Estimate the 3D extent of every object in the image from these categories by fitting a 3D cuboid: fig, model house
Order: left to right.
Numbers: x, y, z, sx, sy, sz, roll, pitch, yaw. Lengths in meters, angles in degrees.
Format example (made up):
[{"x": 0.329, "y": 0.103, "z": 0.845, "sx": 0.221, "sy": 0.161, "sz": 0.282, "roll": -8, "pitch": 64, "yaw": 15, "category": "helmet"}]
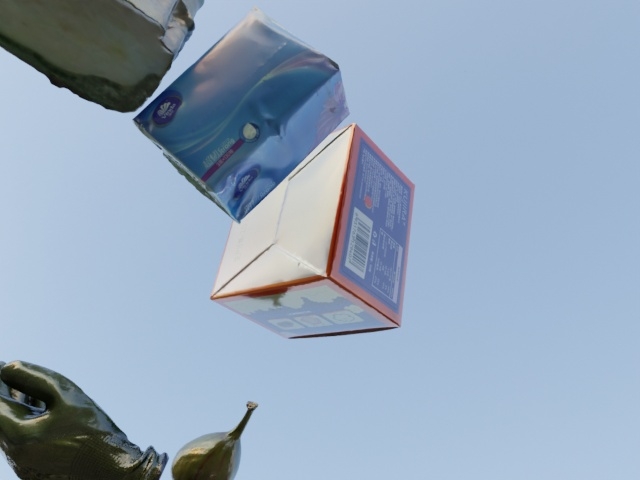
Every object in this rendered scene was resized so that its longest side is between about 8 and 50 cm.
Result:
[{"x": -0.356, "y": -0.418, "z": 0.869, "sx": 0.298, "sy": 0.284, "sz": 0.243, "roll": 30, "pitch": -35, "yaw": -25, "category": "model house"}, {"x": -0.238, "y": 0.481, "z": 1.253, "sx": 0.151, "sy": 0.151, "sz": 0.259, "roll": 33, "pitch": -99, "yaw": 3, "category": "fig"}]

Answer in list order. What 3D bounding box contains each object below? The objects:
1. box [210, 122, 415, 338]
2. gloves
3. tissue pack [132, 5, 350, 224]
[{"x": 0.000, "y": 0.000, "z": 1.113, "sx": 0.319, "sy": 0.348, "sz": 0.257, "roll": -16, "pitch": -38, "yaw": 38, "category": "box"}, {"x": -0.300, "y": 0.221, "z": 0.602, "sx": 0.268, "sy": 0.107, "sz": 0.135, "roll": 31, "pitch": -67, "yaw": 8, "category": "gloves"}, {"x": -0.116, "y": -0.192, "z": 0.813, "sx": 0.198, "sy": 0.146, "sz": 0.263, "roll": 40, "pitch": -99, "yaw": 20, "category": "tissue pack"}]
